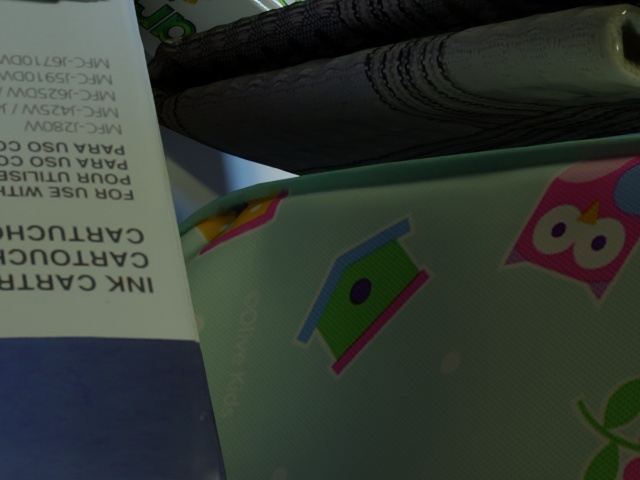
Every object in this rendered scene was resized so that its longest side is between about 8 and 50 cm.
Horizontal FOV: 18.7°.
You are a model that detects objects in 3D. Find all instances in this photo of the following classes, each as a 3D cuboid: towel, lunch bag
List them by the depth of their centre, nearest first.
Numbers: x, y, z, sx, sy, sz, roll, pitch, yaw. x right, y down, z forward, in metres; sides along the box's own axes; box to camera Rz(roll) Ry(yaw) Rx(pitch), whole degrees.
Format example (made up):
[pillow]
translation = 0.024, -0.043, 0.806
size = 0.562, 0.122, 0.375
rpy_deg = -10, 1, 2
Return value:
[lunch bag]
translation = 0.038, 0.119, 0.411
size = 0.108, 0.224, 0.279
rpy_deg = 33, 60, -45
[towel]
translation = 0.144, -0.027, 0.628
size = 0.312, 0.324, 0.056
rpy_deg = 14, 79, -30

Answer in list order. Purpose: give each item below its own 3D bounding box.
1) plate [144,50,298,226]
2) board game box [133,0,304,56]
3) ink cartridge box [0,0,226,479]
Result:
[plate]
translation = 0.000, 0.000, 0.798
size = 0.278, 0.045, 0.277
rpy_deg = 27, 35, -47
[board game box]
translation = -0.079, -0.167, 0.734
size = 0.305, 0.053, 0.193
rpy_deg = 36, 33, -38
[ink cartridge box]
translation = -0.128, -0.009, 0.429
size = 0.186, 0.065, 0.311
rpy_deg = -2, 52, -15
